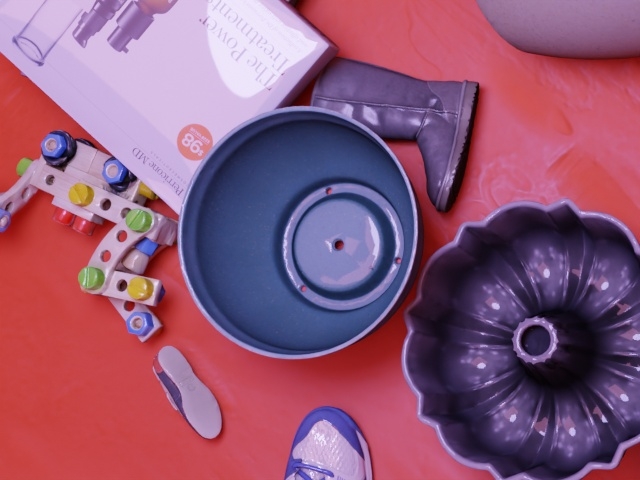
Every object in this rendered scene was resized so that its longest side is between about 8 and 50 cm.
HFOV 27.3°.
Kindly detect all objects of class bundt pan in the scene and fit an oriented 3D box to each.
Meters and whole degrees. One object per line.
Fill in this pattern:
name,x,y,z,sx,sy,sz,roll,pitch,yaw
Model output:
bundt pan,0.266,0.124,1.529,0.331,0.124,0.330,-6,76,25

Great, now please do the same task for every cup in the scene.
cup,0.308,-0.342,1.518,0.237,0.331,0.331,-24,76,40

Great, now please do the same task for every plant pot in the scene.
plant pot,0.000,0.000,1.602,0.293,0.196,0.293,-2,83,18

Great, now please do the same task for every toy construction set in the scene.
toy construction set,-0.324,-0.023,1.740,0.328,0.151,0.215,23,90,7

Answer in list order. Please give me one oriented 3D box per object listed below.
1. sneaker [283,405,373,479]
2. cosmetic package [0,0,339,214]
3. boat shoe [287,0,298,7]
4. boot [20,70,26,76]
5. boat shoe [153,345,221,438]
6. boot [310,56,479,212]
sneaker,-0.012,0.349,1.599,0.112,0.131,0.296,6,84,19
cosmetic package,-0.211,-0.258,1.652,0.377,0.097,0.284,42,101,4
boat shoe,-0.074,-0.279,1.727,0.257,0.095,0.095,-40,93,11
boot,-0.282,-0.249,1.773,0.258,0.095,0.123,18,92,17
boat shoe,-0.175,0.202,1.713,0.137,0.049,0.043,56,142,13
boot,0.085,-0.137,1.659,0.209,0.076,0.189,9,72,11
